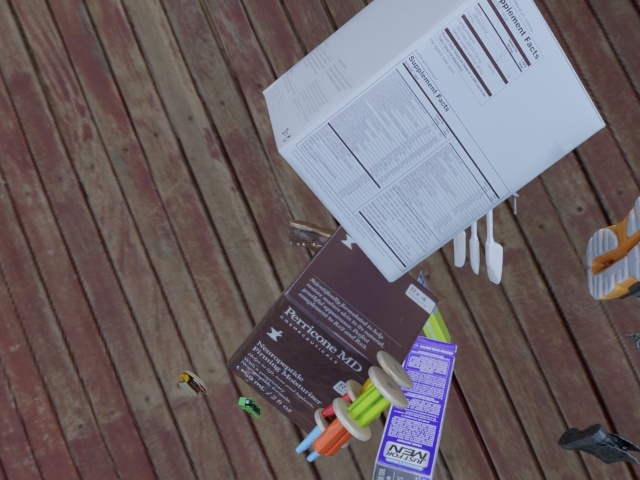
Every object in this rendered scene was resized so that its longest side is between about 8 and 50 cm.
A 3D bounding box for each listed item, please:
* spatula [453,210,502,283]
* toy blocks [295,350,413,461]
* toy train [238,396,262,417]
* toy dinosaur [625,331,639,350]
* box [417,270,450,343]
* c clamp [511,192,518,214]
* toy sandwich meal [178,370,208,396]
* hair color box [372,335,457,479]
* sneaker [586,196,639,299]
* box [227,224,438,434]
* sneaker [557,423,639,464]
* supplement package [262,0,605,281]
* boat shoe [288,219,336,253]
[{"bbox_3d":[0.312,-0.045,1.425,0.019,0.168,0.241,-8,105,-16],"label":"spatula"},{"bbox_3d":[0.025,0.192,0.752,0.054,0.123,0.148,46,102,5],"label":"toy blocks"},{"bbox_3d":[-0.112,0.264,1.124,0.024,0.083,0.017,8,65,11],"label":"toy train"},{"bbox_3d":[0.700,0.191,1.445,0.118,0.268,0.064,-37,92,6],"label":"toy dinosaur"},{"bbox_3d":[0.251,0.169,1.664,0.043,0.109,0.178,-24,94,14],"label":"box"},{"bbox_3d":[0.368,-0.143,1.541,0.161,0.137,0.022,32,131,-11],"label":"c clamp"},{"bbox_3d":[-0.287,0.325,1.594,0.086,0.085,0.029,38,63,8],"label":"toy sandwich meal"},{"bbox_3d":[0.185,0.370,1.395,0.110,0.338,0.185,13,128,13],"label":"hair color box"},{"bbox_3d":[0.290,0.007,0.572,0.083,0.215,0.084,3,83,0],"label":"sneaker"},{"bbox_3d":[0.014,0.122,0.948,0.168,0.167,0.203,39,135,1],"label":"box"},{"bbox_3d":[0.560,0.419,1.438,0.089,0.170,0.051,42,61,2],"label":"sneaker"},{"bbox_3d":[0.079,-0.112,0.601,0.203,0.194,0.149,-37,114,9],"label":"supplement package"},{"bbox_3d":[0.000,0.000,1.841,0.207,0.073,0.073,16,104,43],"label":"boat shoe"}]
